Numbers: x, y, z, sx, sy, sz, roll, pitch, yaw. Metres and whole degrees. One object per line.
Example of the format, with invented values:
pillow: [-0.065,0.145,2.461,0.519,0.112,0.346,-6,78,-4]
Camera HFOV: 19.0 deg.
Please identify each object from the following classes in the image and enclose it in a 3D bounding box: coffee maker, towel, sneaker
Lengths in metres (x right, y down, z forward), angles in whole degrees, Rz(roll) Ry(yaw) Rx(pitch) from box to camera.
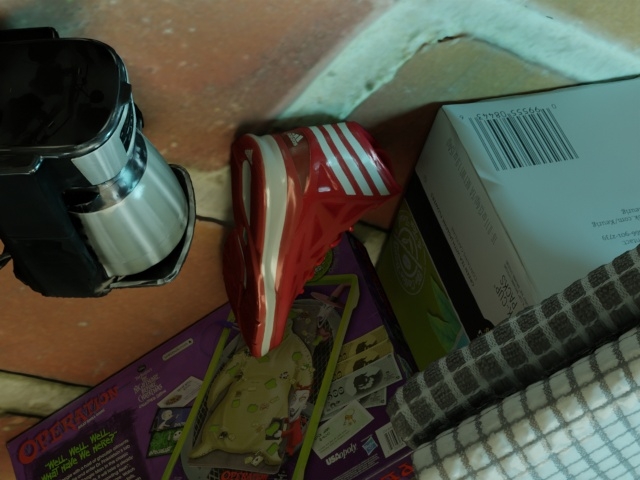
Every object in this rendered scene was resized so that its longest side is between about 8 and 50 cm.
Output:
coffee maker: [-0.181,-0.040,1.216,0.171,0.120,0.178,-24,148,1]
towel: [0.203,0.128,1.321,0.235,0.121,0.284,-32,143,11]
sneaker: [0.000,0.000,1.425,0.128,0.087,0.221,-13,145,-16]

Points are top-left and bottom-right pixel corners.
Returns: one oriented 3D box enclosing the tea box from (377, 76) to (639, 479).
tea box: [0.238,0.050,1.536,0.329,0.220,0.323,-9,144,-22]

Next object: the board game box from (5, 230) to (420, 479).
board game box: [-0.081,0.164,1.509,0.347,0.208,0.056,-32,148,14]
